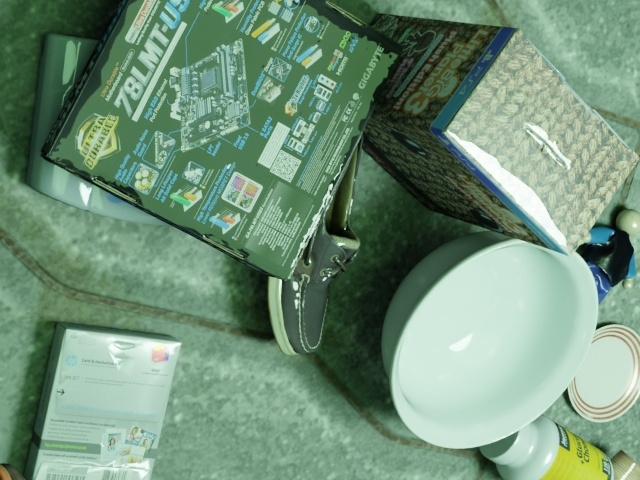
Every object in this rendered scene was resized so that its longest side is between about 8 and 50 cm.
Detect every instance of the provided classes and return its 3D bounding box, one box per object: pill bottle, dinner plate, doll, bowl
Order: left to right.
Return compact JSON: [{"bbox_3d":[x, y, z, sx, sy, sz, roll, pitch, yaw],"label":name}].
[{"bbox_3d":[0.187,0.100,1.765,0.298,0.134,0.298,-15,124,-23],"label":"bowl"},{"bbox_3d":[0.301,0.295,1.906,0.184,0.103,0.103,33,85,-31],"label":"pill bottle"},{"bbox_3d":[0.376,0.034,1.922,0.129,0.046,0.189,44,79,-30],"label":"doll"},{"bbox_3d":[0.399,0.185,1.985,0.141,0.017,0.141,-7,105,-28],"label":"dinner plate"}]

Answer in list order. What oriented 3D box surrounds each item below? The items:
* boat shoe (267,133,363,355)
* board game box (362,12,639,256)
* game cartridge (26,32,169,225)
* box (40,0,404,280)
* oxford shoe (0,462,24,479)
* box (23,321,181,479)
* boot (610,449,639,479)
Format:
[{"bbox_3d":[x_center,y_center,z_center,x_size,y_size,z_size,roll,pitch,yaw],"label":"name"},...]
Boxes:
[{"bbox_3d":[0.000,0.000,1.666,0.103,0.092,0.285,-11,107,-68],"label":"boat shoe"},{"bbox_3d":[0.173,-0.128,1.633,0.232,0.291,0.141,41,81,-29],"label":"board game box"},{"bbox_3d":[-0.173,-0.116,1.586,0.297,0.062,0.198,3,95,-29],"label":"game cartridge"},{"bbox_3d":[-0.102,-0.150,1.517,0.293,0.073,0.295,27,86,-17],"label":"box"},{"bbox_3d":[-0.322,0.359,1.602,0.098,0.097,0.271,-30,120,-42],"label":"oxford shoe"},{"bbox_3d":[-0.249,0.194,1.622,0.145,0.038,0.186,9,98,-30],"label":"box"},{"bbox_3d":[0.419,0.392,2.020,0.152,0.073,0.197,-48,128,1],"label":"boot"}]
